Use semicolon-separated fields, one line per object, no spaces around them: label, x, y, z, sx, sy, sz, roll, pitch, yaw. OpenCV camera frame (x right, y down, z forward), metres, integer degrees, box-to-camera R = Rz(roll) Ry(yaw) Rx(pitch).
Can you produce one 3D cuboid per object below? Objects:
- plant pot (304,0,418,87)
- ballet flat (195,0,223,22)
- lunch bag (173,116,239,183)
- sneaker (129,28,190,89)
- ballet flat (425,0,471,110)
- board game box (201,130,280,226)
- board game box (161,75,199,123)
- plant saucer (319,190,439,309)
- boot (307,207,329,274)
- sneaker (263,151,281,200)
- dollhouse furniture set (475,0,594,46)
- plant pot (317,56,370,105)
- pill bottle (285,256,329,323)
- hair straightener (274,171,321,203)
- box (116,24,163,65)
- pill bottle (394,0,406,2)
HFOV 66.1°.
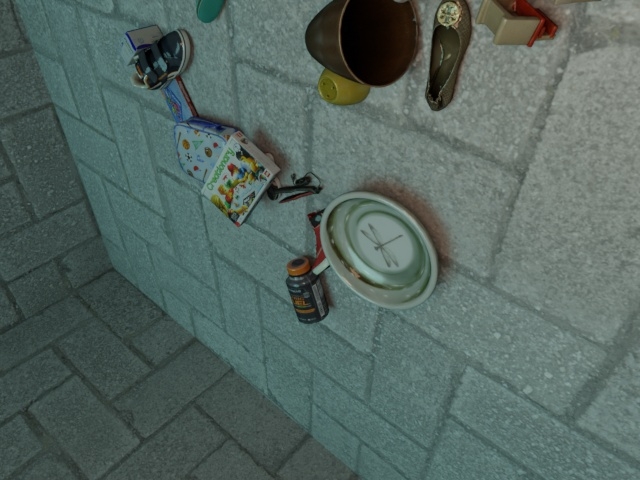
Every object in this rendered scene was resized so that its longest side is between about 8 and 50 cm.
plant pot;0.068;-0.470;1.137;0.230;0.215;0.215;28;140;53
ballet flat;-0.320;-0.741;1.427;0.247;0.083;0.087;-33;72;66
lunch bag;-0.404;-0.332;1.827;0.303;0.115;0.243;20;127;28
sneaker;-0.578;-0.630;1.754;0.321;0.127;0.126;-26;86;49
ballet flat;0.268;-0.398;1.070;0.084;0.058;0.249;30;139;28
board game box;-0.284;-0.205;1.709;0.193;0.053;0.305;43;133;2
board game box;-0.529;-0.490;1.926;0.145;0.027;0.281;-1;118;47
plant saucer;0.184;0.018;1.470;0.401;0.100;0.400;24;134;28
boot;0.000;0.000;1.696;0.176;0.088;0.244;47;136;10
sneaker;-0.197;-0.218;1.736;0.072;0.077;0.178;17;132;42
dollhouse furniture set;0.369;-0.463;0.805;0.259;0.135;0.262;100;154;-52
plant pot;0.048;-0.408;1.280;0.134;0.095;0.134;30;138;31
pill bottle;-0.056;0.187;1.877;0.130;0.130;0.245;11;127;44
hair straightener;-0.081;-0.182;1.660;0.230;0.047;0.089;-4;116;50
box;-0.654;-0.711;1.793;0.137;0.126;0.072;-14;107;52
pill bottle;0.123;-0.632;0.940;0.301;0.169;0.169;53;145;-1
